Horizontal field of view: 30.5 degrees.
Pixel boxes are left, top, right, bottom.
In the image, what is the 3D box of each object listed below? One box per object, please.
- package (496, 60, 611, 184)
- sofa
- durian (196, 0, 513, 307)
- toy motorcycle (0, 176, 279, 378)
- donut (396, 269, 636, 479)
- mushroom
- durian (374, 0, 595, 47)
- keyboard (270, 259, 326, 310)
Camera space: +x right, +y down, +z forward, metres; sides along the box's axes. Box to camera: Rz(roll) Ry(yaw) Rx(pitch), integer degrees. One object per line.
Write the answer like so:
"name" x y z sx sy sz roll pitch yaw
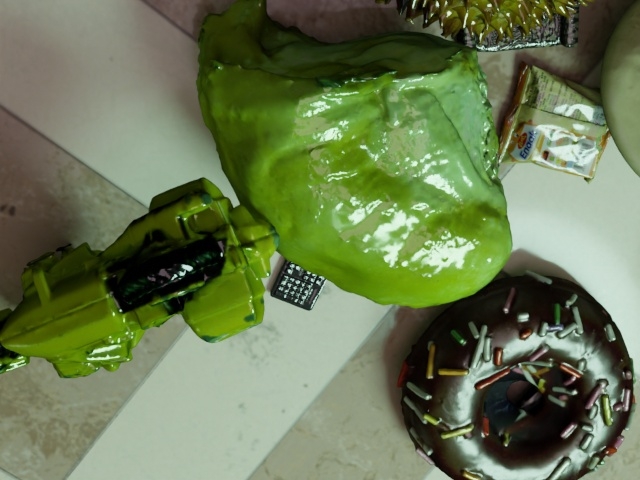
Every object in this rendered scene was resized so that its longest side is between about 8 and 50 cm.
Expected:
"package" 0.248 -0.119 1.212 0.121 0.031 0.108 13 107 -11
"sofa" 0.195 -0.218 1.165 0.118 0.039 0.060 -5 110 -6
"durian" 0.039 -0.076 1.097 0.256 0.204 0.339 -13 106 11
"toy motorcycle" -0.191 0.055 1.096 0.342 0.206 0.142 -22 99 32
"donut" 0.217 0.165 1.270 0.270 0.103 0.269 -3 109 -9
"mushroom" 0.393 -0.152 1.122 0.246 0.202 0.246 0 88 -2
"durian" 0.116 -0.338 0.965 0.384 0.348 0.347 5 113 -47
"keyboard" 0.000 0.000 1.229 0.053 0.010 0.155 21 105 -16
